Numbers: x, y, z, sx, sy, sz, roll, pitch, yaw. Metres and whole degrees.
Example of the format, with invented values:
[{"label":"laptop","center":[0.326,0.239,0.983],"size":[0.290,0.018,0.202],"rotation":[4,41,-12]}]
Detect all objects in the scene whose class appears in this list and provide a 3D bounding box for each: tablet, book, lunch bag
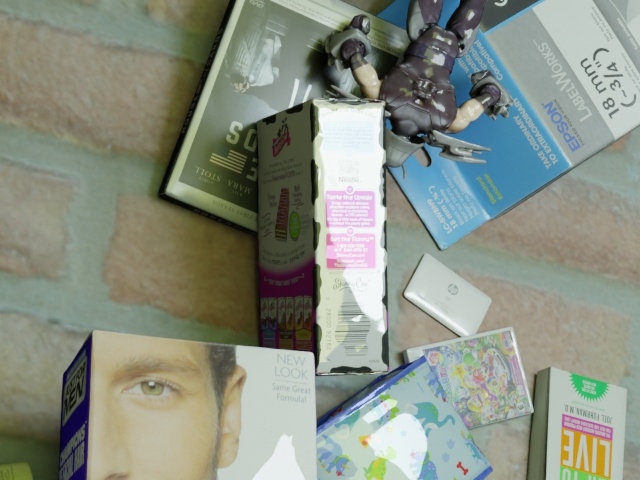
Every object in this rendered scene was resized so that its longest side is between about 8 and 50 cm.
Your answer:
[{"label":"tablet","center":[0.125,0.055,1.571],"size":[0.083,0.006,0.054],"rotation":[35,63,-11]},{"label":"book","center":[0.251,0.205,1.569],"size":[0.096,0.035,0.144],"rotation":[16,66,-23]},{"label":"lunch bag","center":[0.057,0.199,1.444],"size":[0.151,0.096,0.129],"rotation":[-33,89,-38]}]

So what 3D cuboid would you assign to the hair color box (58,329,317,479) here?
[{"label":"hair color box","center":[-0.102,0.248,1.213],"size":[0.185,0.110,0.339],"rotation":[7,63,-19]}]

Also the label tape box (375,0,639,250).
[{"label":"label tape box","center":[0.200,-0.177,1.622],"size":[0.333,0.106,0.241],"rotation":[-32,88,-29]}]

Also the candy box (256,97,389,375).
[{"label":"candy box","center":[0.000,0.000,1.417],"size":[0.071,0.159,0.233],"rotation":[-1,88,-20]}]

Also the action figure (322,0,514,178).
[{"label":"action figure","center":[0.110,-0.190,1.497],"size":[0.185,0.099,0.285],"rotation":[21,90,-19]}]

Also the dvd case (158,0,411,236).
[{"label":"dvd case","center":[-0.029,-0.119,1.514],"size":[0.179,0.029,0.239],"rotation":[22,79,-16]}]

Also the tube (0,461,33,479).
[{"label":"tube","center":[-0.348,0.221,1.281],"size":[0.240,0.070,0.062],"rotation":[-6,120,-19]}]

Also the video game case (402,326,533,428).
[{"label":"video game case","center":[0.143,0.136,1.547],"size":[0.122,0.011,0.087],"rotation":[-10,83,-26]}]
